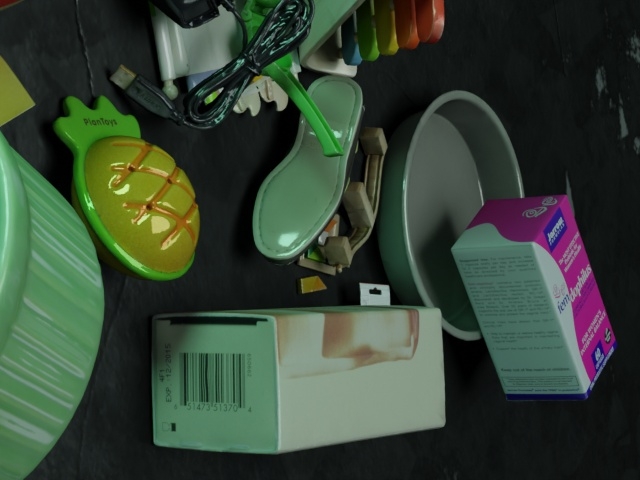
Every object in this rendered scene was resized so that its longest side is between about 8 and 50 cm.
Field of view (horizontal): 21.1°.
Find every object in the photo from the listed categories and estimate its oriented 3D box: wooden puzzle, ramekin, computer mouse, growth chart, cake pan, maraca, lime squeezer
[{"bbox_3d":[0.000,0.000,1.822,0.078,0.014,0.116,8,80,-56],"label":"wooden puzzle"},{"bbox_3d":[-0.293,0.049,1.145,0.148,0.303,0.303,42,54,-55],"label":"ramekin"},{"bbox_3d":[-0.149,-0.227,1.574,0.262,0.060,0.184,41,84,-23],"label":"computer mouse"},{"bbox_3d":[-0.092,-0.207,1.697,0.237,0.021,0.172,-12,98,-56],"label":"growth chart"},{"bbox_3d":[0.153,-0.028,2.015,0.293,0.054,0.293,7,82,-55],"label":"cake pan"},{"bbox_3d":[-0.171,-0.047,1.507,0.127,0.099,0.186,-6,66,-58],"label":"maraca"},{"bbox_3d":[-0.033,-0.229,1.675,0.059,0.110,0.310,7,78,-38],"label":"lime squeezer"}]

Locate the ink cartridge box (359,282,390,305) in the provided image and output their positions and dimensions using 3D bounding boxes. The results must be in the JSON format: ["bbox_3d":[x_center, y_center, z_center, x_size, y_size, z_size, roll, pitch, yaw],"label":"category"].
[{"bbox_3d":[0.049,0.105,1.873,0.063,0.029,0.115,7,80,-55],"label":"ink cartridge box"}]

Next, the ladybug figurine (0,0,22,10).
[{"bbox_3d":[-0.255,-0.339,1.325,0.449,0.162,0.305,-49,122,-43],"label":"ladybug figurine"}]

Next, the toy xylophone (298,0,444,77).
[{"bbox_3d":[0.046,-0.293,1.707,0.081,0.322,0.236,1,84,-20],"label":"toy xylophone"}]

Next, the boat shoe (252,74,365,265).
[{"bbox_3d":[-0.008,-0.062,1.757,0.069,0.081,0.228,88,21,-58],"label":"boat shoe"}]

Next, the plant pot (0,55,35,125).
[{"bbox_3d":[-0.292,-0.118,1.346,0.081,0.081,0.083,-42,111,-49],"label":"plant pot"}]

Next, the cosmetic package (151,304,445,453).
[{"bbox_3d":[-0.015,0.129,1.668,0.296,0.153,0.129,2,87,-57],"label":"cosmetic package"}]

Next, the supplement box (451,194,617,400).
[{"bbox_3d":[0.252,0.068,2.005,0.111,0.114,0.220,-51,126,-44],"label":"supplement box"}]

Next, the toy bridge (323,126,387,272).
[{"bbox_3d":[0.041,-0.036,1.859,0.063,0.026,0.188,70,28,-44],"label":"toy bridge"}]
